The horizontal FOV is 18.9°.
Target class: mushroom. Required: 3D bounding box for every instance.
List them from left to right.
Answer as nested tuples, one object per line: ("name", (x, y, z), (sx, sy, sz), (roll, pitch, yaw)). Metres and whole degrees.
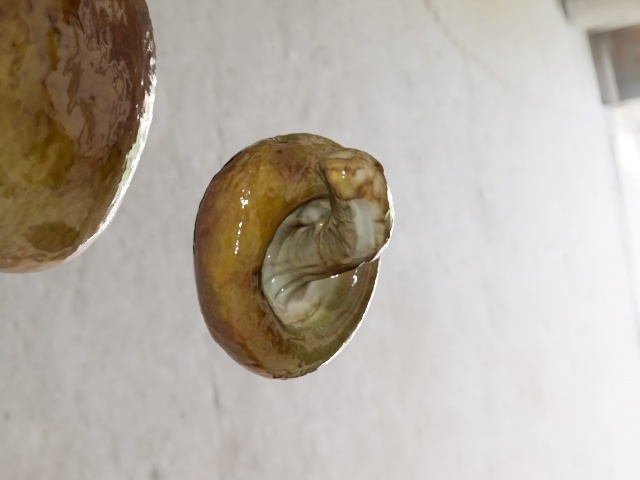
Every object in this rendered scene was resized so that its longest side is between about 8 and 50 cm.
("mushroom", (-0.216, -0.105, 1.188), (0.263, 0.195, 0.283), (48, 56, -35))
("mushroom", (-0.007, -0.007, 0.701), (0.088, 0.129, 0.073), (-34, 71, -27))
